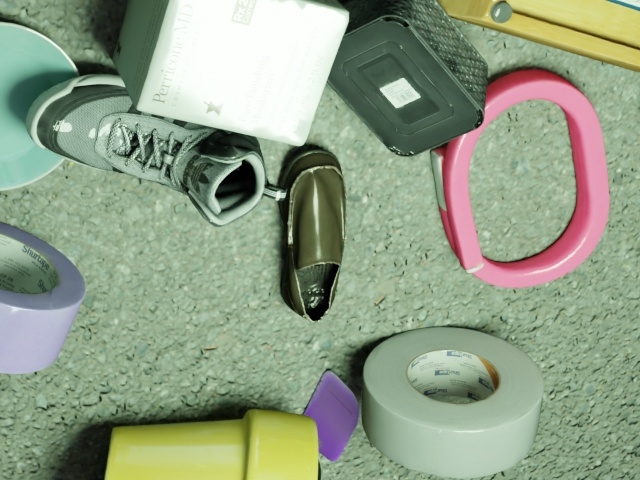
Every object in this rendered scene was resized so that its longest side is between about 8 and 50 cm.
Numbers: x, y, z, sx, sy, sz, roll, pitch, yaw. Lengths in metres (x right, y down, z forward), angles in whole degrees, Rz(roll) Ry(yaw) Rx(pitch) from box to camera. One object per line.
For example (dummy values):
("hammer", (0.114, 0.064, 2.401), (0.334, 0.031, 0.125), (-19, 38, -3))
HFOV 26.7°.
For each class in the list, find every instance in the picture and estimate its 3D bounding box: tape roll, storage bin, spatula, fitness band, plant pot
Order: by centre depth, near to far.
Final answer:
("tape roll", (-0.346, 0.053, 1.397), (0.189, 0.189, 0.080), (16, 111, -26))
("storage bin", (0.088, -0.188, 1.452), (0.122, 0.084, 0.180), (-22, 129, 32))
("plant pot", (-0.141, 0.319, 1.599), (0.239, 0.254, 0.254), (8, 115, -8))
("fitness band", (0.246, -0.067, 1.625), (0.209, 0.054, 0.291), (-20, 124, -9))
("tape roll", (0.159, 0.193, 1.638), (0.219, 0.219, 0.072), (-8, 121, -16))
("spatula", (-0.008, 0.306, 1.737), (0.030, 0.084, 0.296), (-13, 130, -37))

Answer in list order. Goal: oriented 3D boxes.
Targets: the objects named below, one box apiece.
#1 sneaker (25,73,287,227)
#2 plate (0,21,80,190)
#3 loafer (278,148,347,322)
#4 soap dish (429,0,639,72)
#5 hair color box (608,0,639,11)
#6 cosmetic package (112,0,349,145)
("sneaker", (-0.160, -0.092, 1.391), (0.268, 0.153, 0.101), (8, 112, -33))
("plate", (-0.338, -0.140, 1.392), (0.188, 0.024, 0.188), (-9, 121, -15))
("loafer", (0.000, 0.000, 1.558), (0.080, 0.078, 0.220), (-9, 120, -15))
("soap dish", (0.291, -0.312, 1.467), (0.291, 0.118, 0.229), (12, 113, -24))
("hair color box", (0.316, -0.412, 1.323), (0.174, 0.105, 0.347), (11, 78, -25))
("cosmetic package", (-0.096, -0.206, 1.365), (0.184, 0.151, 0.151), (10, 113, -24))
